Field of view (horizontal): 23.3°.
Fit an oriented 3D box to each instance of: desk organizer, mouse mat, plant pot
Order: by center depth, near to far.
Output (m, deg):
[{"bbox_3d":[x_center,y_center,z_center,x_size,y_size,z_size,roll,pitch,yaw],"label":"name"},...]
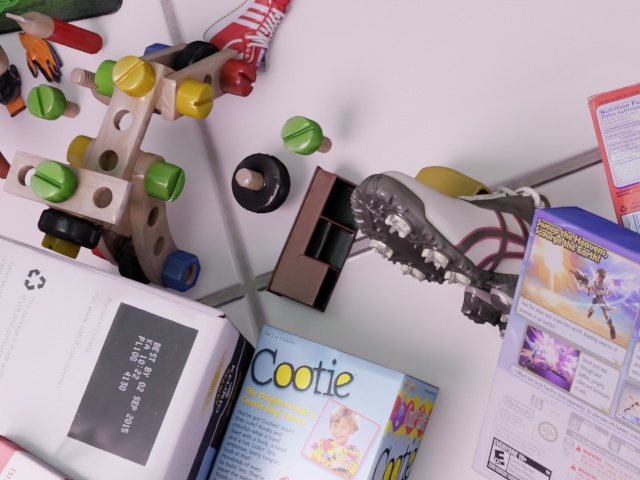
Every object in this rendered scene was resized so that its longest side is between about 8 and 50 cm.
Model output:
[{"bbox_3d":[0.118,-0.023,1.447,0.083,0.081,0.081,37,92,39],"label":"plant pot"},{"bbox_3d":[0.000,0.000,1.497,0.050,0.047,0.130,21,86,19],"label":"desk organizer"},{"bbox_3d":[-0.302,-0.302,1.681,0.189,0.007,0.153,-8,77,18],"label":"mouse mat"}]

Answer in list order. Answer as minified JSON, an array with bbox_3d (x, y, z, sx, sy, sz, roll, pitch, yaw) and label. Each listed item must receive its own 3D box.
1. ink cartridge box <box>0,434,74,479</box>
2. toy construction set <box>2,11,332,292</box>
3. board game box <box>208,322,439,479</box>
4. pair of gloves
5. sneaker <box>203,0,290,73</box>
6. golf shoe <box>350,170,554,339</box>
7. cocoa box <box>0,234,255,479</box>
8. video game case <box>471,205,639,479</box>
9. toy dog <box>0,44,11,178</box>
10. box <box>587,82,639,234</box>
[{"bbox_3d":[-0.206,0.243,1.192,0.198,0.067,0.115,29,81,11],"label":"ink cartridge box"},{"bbox_3d":[-0.206,-0.111,1.474,0.309,0.237,0.257,45,104,23],"label":"toy construction set"},{"bbox_3d":[-0.014,0.234,1.403,0.144,0.142,0.275,18,86,19],"label":"board game box"},{"bbox_3d":[-0.317,-0.181,1.658,0.083,0.010,0.074,-38,72,10],"label":"pair of gloves"},{"bbox_3d":[-0.057,-0.212,1.561,0.118,0.042,0.067,-36,66,17],"label":"sneaker"},{"bbox_3d":[0.134,-0.006,1.356,0.105,0.273,0.120,12,73,50],"label":"golf shoe"},{"bbox_3d":[-0.225,0.205,1.356,0.231,0.228,0.347,19,80,10],"label":"cocoa box"},{"bbox_3d":[0.260,0.130,1.246,0.269,0.061,0.244,28,115,42],"label":"video game case"},{"bbox_3d":[-0.379,-0.111,1.434,0.161,0.333,0.220,45,118,2],"label":"toy dog"},{"bbox_3d":[0.397,-0.079,1.330,0.299,0.142,0.154,-16,75,14],"label":"box"}]
